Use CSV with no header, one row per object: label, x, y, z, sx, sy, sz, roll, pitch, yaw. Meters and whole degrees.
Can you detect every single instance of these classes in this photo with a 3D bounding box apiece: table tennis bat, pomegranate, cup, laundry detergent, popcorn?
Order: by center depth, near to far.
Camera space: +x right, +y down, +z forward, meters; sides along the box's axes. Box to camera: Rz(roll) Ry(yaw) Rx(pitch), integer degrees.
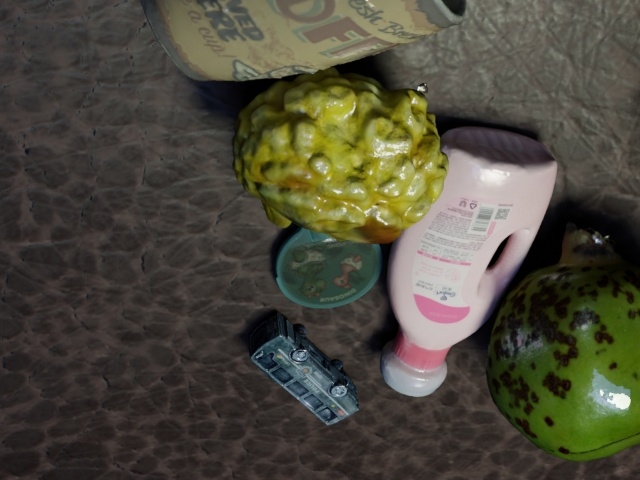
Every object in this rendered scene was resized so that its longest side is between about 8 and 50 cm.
cup,-0.010,-0.246,1.255,0.257,0.227,0.301,-19,157,20
popcorn,0.017,-0.088,1.356,0.218,0.189,0.169,19,86,-14
table tennis bat,0.000,0.000,1.517,0.124,0.033,0.201,-17,132,1
pomegranate,0.306,0.114,1.530,0.254,0.254,0.270,0,97,-9
laundry detergent,0.149,0.032,1.530,0.159,0.088,0.335,6,126,-16

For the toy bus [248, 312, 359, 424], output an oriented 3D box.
toy bus,-0.019,0.155,1.617,0.065,0.047,0.166,-33,125,19
